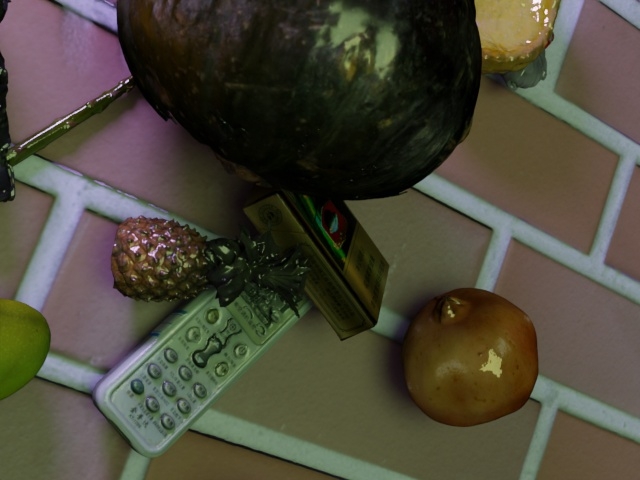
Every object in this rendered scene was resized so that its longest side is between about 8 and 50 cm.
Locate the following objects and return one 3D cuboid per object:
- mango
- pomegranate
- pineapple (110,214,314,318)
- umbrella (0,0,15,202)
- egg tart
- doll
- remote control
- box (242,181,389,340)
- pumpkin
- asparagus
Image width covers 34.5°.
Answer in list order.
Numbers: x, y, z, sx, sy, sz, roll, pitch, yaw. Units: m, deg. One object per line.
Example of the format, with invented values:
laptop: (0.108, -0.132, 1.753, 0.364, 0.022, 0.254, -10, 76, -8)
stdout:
mango: (-0.450, 0.108, 1.168, 0.293, 0.143, 0.175, 18, 87, -37)
pomegranate: (0.221, 0.175, 1.514, 0.209, 0.209, 0.209, -1, 92, -30)
pineapple: (-0.133, 0.029, 1.308, 0.251, 0.125, 0.125, 7, 88, 1)
umbrella: (-0.428, -0.207, 1.187, 0.128, 0.154, 0.336, -30, 130, -57)
egg tart: (0.224, -0.376, 1.547, 0.294, 0.123, 0.294, 2, 87, -30)
doll: (0.328, -0.303, 1.637, 0.094, 0.079, 0.180, 31, 63, -12)
remote control: (-0.149, 0.134, 1.379, 0.335, 0.065, 0.128, -43, 109, -21)
box: (0.000, 0.000, 1.413, 0.240, 0.071, 0.159, 53, 28, -21)
pumpkin: (-0.022, -0.229, 1.221, 0.454, 0.454, 0.344, 18, 96, -29)
asparagus: (-0.299, -0.165, 1.308, 0.248, 0.025, 0.024, -39, 67, -23)
